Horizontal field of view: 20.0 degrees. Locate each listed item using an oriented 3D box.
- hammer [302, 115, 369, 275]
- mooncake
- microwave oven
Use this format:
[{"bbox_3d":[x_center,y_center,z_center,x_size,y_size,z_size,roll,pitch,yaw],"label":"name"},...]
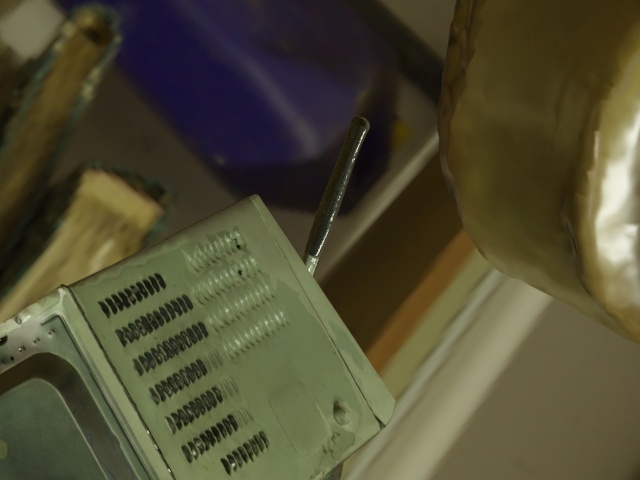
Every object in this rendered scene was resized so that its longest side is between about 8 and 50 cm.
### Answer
[{"bbox_3d":[0.000,0.000,1.723,0.103,0.029,0.246,40,-68,57],"label":"hammer"},{"bbox_3d":[0.272,-0.126,1.392,0.246,0.393,0.394,28,-87,40],"label":"mooncake"},{"bbox_3d":[-0.188,0.180,1.432,0.394,0.247,0.333,-30,-179,32],"label":"microwave oven"}]
